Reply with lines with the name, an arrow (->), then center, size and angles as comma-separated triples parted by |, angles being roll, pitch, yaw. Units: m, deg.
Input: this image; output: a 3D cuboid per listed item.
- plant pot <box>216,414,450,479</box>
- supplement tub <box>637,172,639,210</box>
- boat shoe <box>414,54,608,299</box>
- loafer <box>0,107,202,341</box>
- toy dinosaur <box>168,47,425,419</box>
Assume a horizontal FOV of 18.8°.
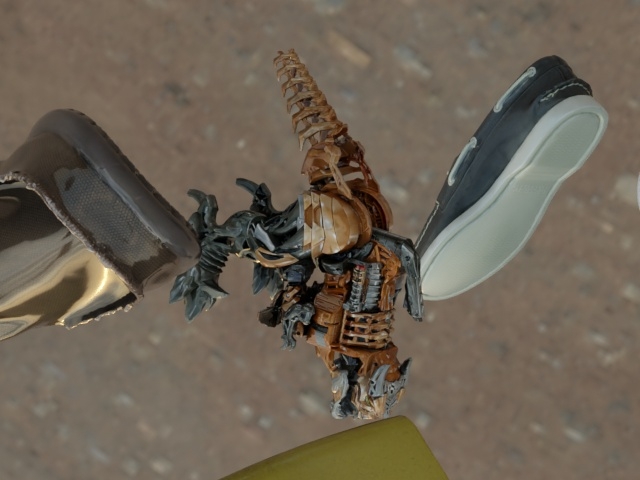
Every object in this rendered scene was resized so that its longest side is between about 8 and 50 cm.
plant pot -> 0.002, 0.234, 1.307 | 0.212, 0.187, 0.212 | 58, 157, 3
supplement tub -> 0.303, -0.039, 1.478 | 0.071, 0.107, 0.071 | 10, 102, 61
boat shoe -> 0.183, -0.061, 2.013 | 0.114, 0.091, 0.302 | 12, 129, -43
loafer -> -0.193, 0.017, 1.255 | 0.134, 0.130, 0.366 | 47, 157, -12
toy dinosaur -> 0.000, 0.000, 1.749 | 0.218, 0.321, 0.164 | -8, 161, 37
